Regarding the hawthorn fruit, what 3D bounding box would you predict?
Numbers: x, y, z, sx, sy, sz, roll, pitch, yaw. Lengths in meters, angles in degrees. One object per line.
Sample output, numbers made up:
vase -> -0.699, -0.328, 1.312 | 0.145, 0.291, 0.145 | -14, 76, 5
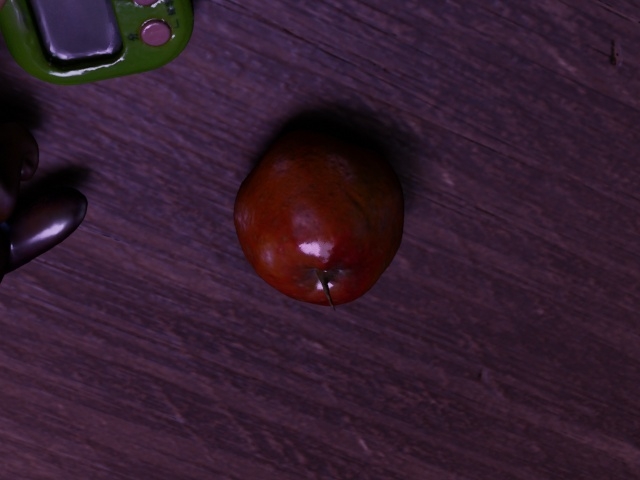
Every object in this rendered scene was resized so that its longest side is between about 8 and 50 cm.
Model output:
hawthorn fruit -> -0.006, -0.009, 1.374 | 0.125, 0.140, 0.125 | 21, 153, 11

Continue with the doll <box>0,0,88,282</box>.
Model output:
doll -> -0.321, -0.071, 1.271 | 0.318, 0.209, 0.339 | -22, 133, -20

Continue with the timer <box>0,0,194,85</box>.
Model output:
timer -> -0.153, -0.170, 1.278 | 0.128, 0.047, 0.140 | -10, 129, 4
